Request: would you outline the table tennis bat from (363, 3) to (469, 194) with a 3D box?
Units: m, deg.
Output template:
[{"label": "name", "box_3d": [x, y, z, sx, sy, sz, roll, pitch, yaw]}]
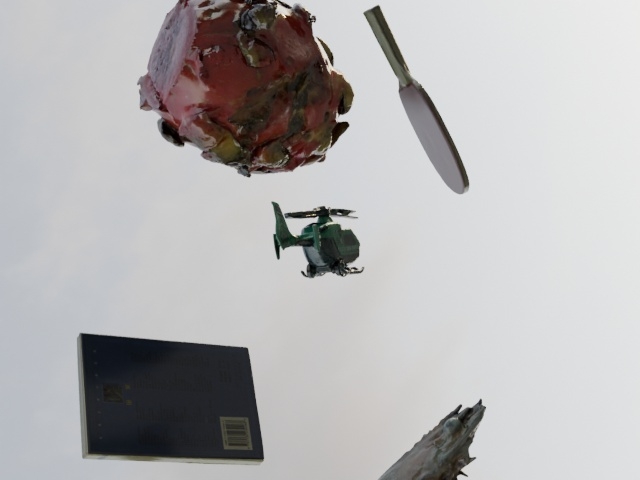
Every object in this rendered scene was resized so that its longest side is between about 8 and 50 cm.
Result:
[{"label": "table tennis bat", "box_3d": [0.116, -0.165, 1.348, 0.022, 0.138, 0.246, -28, -82, -5]}]

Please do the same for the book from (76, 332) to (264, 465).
[{"label": "book", "box_3d": [-0.217, 0.230, 1.640, 0.269, 0.025, 0.190, 8, -127, -28]}]

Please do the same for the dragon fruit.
[{"label": "dragon fruit", "box_3d": [-0.085, -0.219, 1.583, 0.291, 0.250, 0.269, 18, -68, -26]}]

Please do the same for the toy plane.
[{"label": "toy plane", "box_3d": [0.000, 0.000, 1.427, 0.235, 0.060, 0.096, -1, -94, -65]}]

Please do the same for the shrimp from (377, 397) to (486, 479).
[{"label": "shrimp", "box_3d": [0.144, 0.346, 1.446, 0.316, 0.164, 0.062, -58, -1, 17]}]
